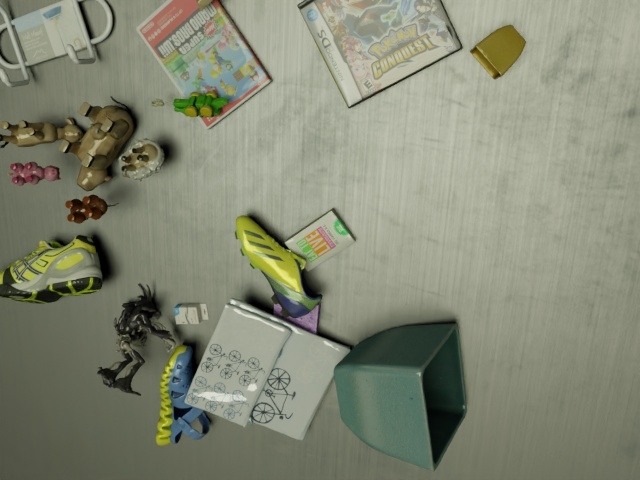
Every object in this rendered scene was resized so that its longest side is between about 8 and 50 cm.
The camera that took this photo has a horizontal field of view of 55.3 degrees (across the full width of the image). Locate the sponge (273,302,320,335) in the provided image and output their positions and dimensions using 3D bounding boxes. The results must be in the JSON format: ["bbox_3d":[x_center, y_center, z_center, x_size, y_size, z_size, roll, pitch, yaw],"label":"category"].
[{"bbox_3d":[-0.066,0.246,1.567,0.117,0.031,0.210,9,109,10],"label":"sponge"}]

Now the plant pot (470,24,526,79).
[{"bbox_3d":[0.366,-0.389,1.240,0.083,0.081,0.081,-42,93,9],"label":"plant pot"}]

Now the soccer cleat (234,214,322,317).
[{"bbox_3d":[-0.100,0.051,1.481,0.121,0.093,0.289,-33,91,14],"label":"soccer cleat"}]

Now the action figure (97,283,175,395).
[{"bbox_3d":[-0.482,0.261,1.620,0.164,0.141,0.276,3,69,40],"label":"action figure"}]

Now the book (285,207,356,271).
[{"bbox_3d":[0.000,0.000,1.477,0.144,0.035,0.096,-34,100,19],"label":"book"}]

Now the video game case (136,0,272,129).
[{"bbox_3d":[-0.271,-0.430,1.412,0.204,0.025,0.285,-32,97,20],"label":"video game case"}]

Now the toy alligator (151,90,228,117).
[{"bbox_3d":[-0.297,-0.308,1.418,0.189,0.056,0.051,1,147,14],"label":"toy alligator"}]

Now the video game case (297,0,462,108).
[{"bbox_3d":[0.124,-0.455,1.300,0.275,0.035,0.248,-25,99,20],"label":"video game case"}]

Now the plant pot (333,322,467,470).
[{"bbox_3d":[0.177,0.343,1.435,0.252,0.247,0.248,0,108,32],"label":"plant pot"}]

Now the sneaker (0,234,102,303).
[{"bbox_3d":[-0.746,0.083,1.652,0.384,0.145,0.147,-9,74,19],"label":"sneaker"}]

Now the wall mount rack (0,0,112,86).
[{"bbox_3d":[-0.680,-0.537,1.424,0.350,0.130,0.304,-12,104,16],"label":"wall mount rack"}]

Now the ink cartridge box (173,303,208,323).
[{"bbox_3d":[-0.343,0.195,1.621,0.083,0.028,0.048,-3,106,14],"label":"ink cartridge box"}]

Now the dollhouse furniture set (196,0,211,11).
[{"bbox_3d":[-0.218,-0.553,1.354,0.114,0.081,0.091,-38,52,20],"label":"dollhouse furniture set"}]

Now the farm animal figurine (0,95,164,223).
[{"bbox_3d":[-0.577,-0.215,1.490,0.327,0.172,0.330,-40,86,9],"label":"farm animal figurine"}]

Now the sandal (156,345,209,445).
[{"bbox_3d":[-0.362,0.424,1.658,0.138,0.126,0.317,10,116,2],"label":"sandal"}]

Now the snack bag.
[{"bbox_3d":[-0.137,0.346,1.555,0.342,0.037,0.323,24,107,-7],"label":"snack bag"}]
